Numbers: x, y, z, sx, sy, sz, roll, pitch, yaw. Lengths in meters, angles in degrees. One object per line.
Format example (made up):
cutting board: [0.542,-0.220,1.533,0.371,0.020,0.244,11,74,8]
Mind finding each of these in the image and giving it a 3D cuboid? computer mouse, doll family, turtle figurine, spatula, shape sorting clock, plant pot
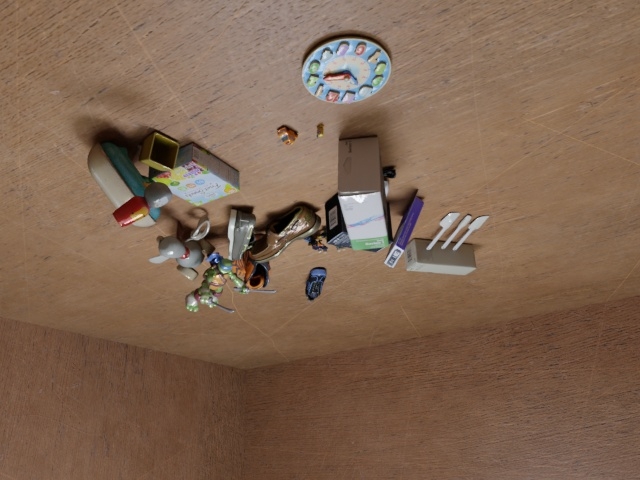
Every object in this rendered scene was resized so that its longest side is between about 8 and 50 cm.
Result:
computer mouse: [0.186,-0.167,1.808,0.106,0.042,0.193,-5,156,4]
doll family: [0.000,0.000,2.130,0.193,0.076,0.111,-10,160,24]
turtle figurine: [-0.365,0.202,2.068,0.275,0.198,0.266,43,135,-8]
spatula: [0.506,-0.031,2.152,0.168,0.019,0.242,0,149,-20]
shape sorting clock: [0.060,-0.385,1.306,0.206,0.040,0.206,-3,156,-1]
plant pot: [-0.448,-0.236,1.545,0.083,0.081,0.081,-5,161,42]

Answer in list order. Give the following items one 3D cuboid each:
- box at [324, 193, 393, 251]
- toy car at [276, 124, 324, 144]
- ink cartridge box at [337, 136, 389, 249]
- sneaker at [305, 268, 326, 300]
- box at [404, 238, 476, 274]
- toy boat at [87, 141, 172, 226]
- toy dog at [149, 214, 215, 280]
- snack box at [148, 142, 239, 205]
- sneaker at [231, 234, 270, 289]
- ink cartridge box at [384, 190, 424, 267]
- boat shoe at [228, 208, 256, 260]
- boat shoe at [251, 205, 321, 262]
box: [0.129,-0.059,1.911,0.207,0.153,0.108,11,153,-28]
toy car: [-0.054,-0.285,1.518,0.122,0.040,0.060,-13,154,22]
ink cartridge box: [0.126,-0.131,1.636,0.117,0.201,0.278,-5,147,9]
sneaker: [-0.020,0.202,2.559,0.081,0.090,0.232,2,156,-10]
box: [0.482,0.068,2.291,0.275,0.113,0.094,7,155,-18]
toy boat: [-0.489,-0.135,1.504,0.148,0.318,0.267,-34,124,-10]
toy dog: [-0.505,0.018,2.024,0.161,0.220,0.333,33,155,13]
snack box: [-0.367,-0.188,1.668,0.175,0.070,0.207,-16,154,29]
sneaker: [-0.281,0.116,2.226,0.125,0.180,0.321,6,154,-20]
ink cartridge box: [0.288,-0.037,1.920,0.045,0.206,0.208,24,155,4]
boat shoe: [-0.282,-0.009,2.034,0.091,0.109,0.305,5,152,-6]
boat shoe: [-0.146,-0.031,2.002,0.307,0.110,0.104,-33,132,24]
